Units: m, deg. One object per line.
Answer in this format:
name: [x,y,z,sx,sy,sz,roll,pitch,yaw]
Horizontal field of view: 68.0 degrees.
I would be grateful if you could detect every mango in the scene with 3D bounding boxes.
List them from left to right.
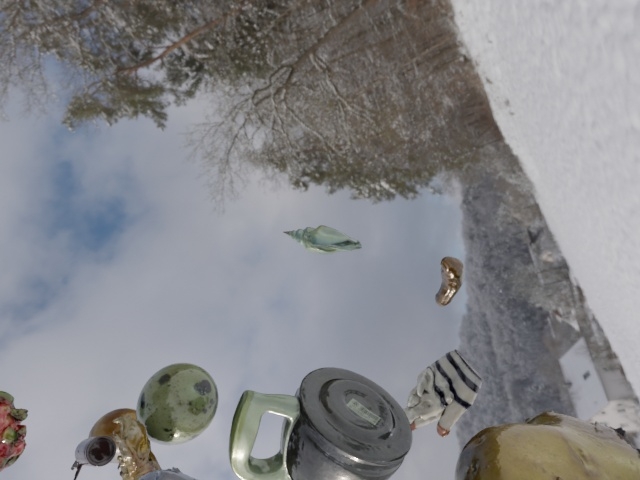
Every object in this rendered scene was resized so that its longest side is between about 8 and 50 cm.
mango: [-0.681,0.672,1.590,0.192,0.316,0.146,26,-146,-27]

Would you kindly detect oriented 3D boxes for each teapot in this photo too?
teapot: [0.000,0.410,0.914,0.321,0.239,0.239,6,-154,-44]

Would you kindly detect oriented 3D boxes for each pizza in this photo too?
pizza: [-0.366,0.458,0.965,0.189,0.071,0.297,-134,34,-68]

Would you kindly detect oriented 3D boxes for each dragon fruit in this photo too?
dragon fruit: [-0.919,0.498,1.217,0.237,0.302,0.231,116,162,-75]

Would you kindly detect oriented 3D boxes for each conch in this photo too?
conch: [0.002,-0.006,1.042,0.088,0.180,0.065,66,-146,-68]

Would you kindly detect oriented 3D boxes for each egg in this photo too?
egg: [-0.340,0.386,1.109,0.177,0.228,0.177,34,-146,-26]

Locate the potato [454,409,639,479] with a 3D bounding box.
potato: [0.411,0.435,0.921,0.296,0.290,0.397,33,-145,-1]

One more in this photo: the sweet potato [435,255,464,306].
sweet potato: [0.282,0.089,1.028,0.182,0.053,0.054,82,-156,-49]

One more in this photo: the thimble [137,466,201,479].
thimble: [-0.103,0.247,0.339,0.117,0.151,0.127,32,-156,-33]

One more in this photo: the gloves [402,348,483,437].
gloves: [0.294,0.386,1.190,0.140,0.218,0.131,46,-172,3]

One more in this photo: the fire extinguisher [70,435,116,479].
fire extinguisher: [-0.637,0.588,1.291,0.075,0.252,0.106,50,-132,-8]
